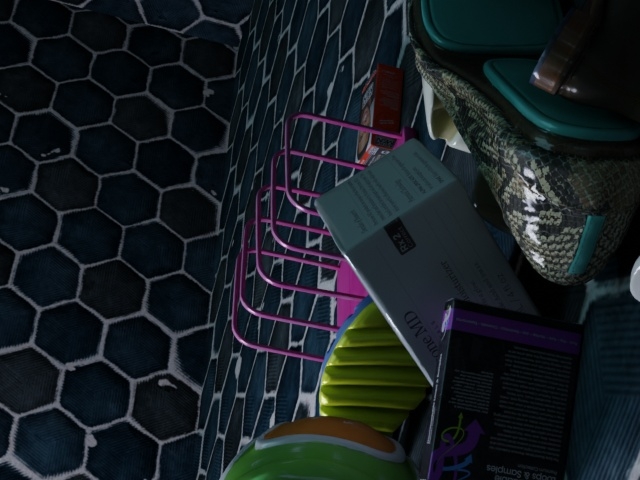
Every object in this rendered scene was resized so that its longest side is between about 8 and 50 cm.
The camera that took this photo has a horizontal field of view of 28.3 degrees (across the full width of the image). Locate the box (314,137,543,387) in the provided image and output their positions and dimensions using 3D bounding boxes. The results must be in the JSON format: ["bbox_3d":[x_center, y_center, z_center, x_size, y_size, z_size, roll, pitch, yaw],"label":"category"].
[{"bbox_3d":[0.099,0.024,1.163,0.119,0.181,0.182,-33,19,2],"label":"box"}]

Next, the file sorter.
[{"bbox_3d":[0.000,0.000,1.702,0.202,0.182,0.291,-90,18,-45],"label":"file sorter"}]

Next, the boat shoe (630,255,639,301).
[{"bbox_3d":[0.263,-0.020,0.821,0.184,0.066,0.063,114,177,-51],"label":"boat shoe"}]

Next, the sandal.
[{"bbox_3d":[0.044,0.192,1.469,0.138,0.126,0.317,-99,25,-69],"label":"sandal"}]

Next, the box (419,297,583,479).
[{"bbox_3d":[0.148,0.138,1.046,0.029,0.116,0.162,141,141,-74],"label":"box"}]

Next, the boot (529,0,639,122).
[{"bbox_3d":[0.251,-0.158,1.012,0.219,0.106,0.082,-49,-14,-43],"label":"boot"}]

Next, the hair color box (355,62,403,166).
[{"bbox_3d":[0.084,-0.175,1.824,0.072,0.043,0.141,125,154,-58],"label":"hair color box"}]

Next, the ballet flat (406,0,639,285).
[{"bbox_3d":[0.167,-0.121,1.167,0.483,0.164,0.182,-103,18,-56],"label":"ballet flat"}]

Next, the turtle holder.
[{"bbox_3d":[0.014,0.328,1.298,0.227,0.243,0.320,-69,-43,-65],"label":"turtle holder"}]
